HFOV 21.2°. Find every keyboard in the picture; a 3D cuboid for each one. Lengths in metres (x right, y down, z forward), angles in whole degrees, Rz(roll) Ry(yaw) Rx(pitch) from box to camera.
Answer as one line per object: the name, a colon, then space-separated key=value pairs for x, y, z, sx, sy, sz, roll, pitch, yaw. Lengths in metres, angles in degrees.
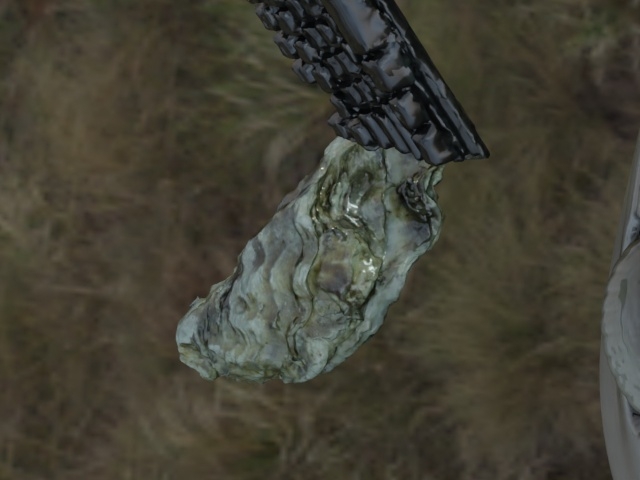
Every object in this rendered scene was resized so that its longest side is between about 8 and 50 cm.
keyboard: x=-0.031 y=-0.110 z=0.427 sx=0.023 sy=0.231 sz=0.072 roll=-38 pitch=25 yaw=-9

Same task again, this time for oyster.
oyster: x=0.000 y=0.000 z=0.781 sx=0.177 sy=0.064 sz=0.125 roll=-58 pitch=15 yaw=3

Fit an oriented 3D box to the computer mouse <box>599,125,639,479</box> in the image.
computer mouse: x=0.160 y=-0.042 z=0.526 sx=0.297 sy=0.121 sz=0.184 roll=-56 pitch=4 yaw=-13
